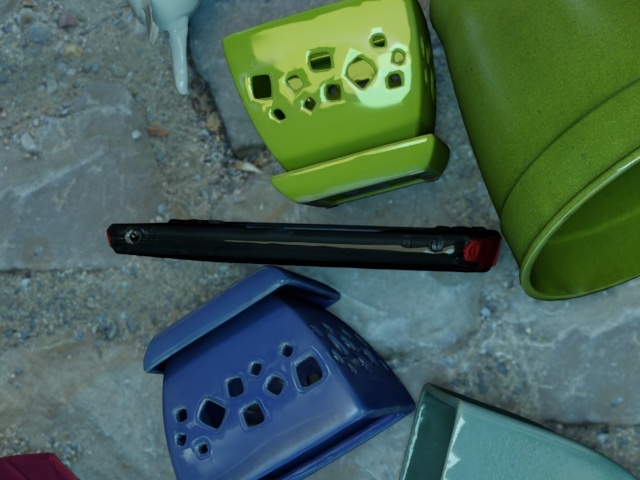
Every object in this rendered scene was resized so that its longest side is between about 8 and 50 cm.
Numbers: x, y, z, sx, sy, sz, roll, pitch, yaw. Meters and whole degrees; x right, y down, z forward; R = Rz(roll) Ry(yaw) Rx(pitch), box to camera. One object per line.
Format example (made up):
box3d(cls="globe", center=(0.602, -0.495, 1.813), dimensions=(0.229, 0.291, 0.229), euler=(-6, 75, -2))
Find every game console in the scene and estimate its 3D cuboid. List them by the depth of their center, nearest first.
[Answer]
box3d(cls="game console", center=(0.000, 0.000, 1.237), dimensions=(0.387, 0.342, 0.060), euler=(1, 87, 14))

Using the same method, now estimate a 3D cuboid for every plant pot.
box3d(cls="plant pot", center=(0.221, 0.315, 1.205), dimensions=(0.252, 0.247, 0.247), euler=(15, 86, -3))
box3d(cls="plant pot", center=(0.301, -0.179, 1.210), dimensions=(0.367, 0.366, 0.352), euler=(-31, 65, 8))
box3d(cls="plant pot", center=(-0.057, 0.166, 1.285), dimensions=(0.236, 0.236, 0.212), euler=(-32, 73, 12))
box3d(cls="plant pot", center=(0.035, -0.156, 1.314), dimensions=(0.227, 0.228, 0.207), euler=(-15, 87, 11))

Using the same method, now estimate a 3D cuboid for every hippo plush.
box3d(cls="hippo plush", center=(-0.163, -0.399, 1.382), dimensions=(0.237, 0.234, 0.294), euler=(-29, 58, -3))

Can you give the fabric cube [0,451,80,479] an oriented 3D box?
box3d(cls="fabric cube", center=(-0.371, 0.436, 1.315), dimensions=(0.254, 0.259, 0.258), euler=(37, 91, 16))
